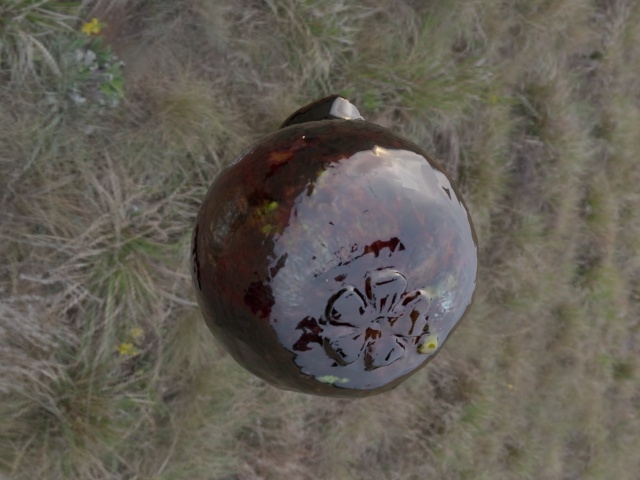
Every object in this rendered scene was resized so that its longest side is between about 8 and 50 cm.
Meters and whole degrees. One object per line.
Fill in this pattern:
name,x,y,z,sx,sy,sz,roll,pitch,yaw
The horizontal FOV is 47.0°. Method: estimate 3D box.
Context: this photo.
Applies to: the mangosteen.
mangosteen,0.004,0.000,0.434,0.172,0.184,0.173,-9,138,-9
